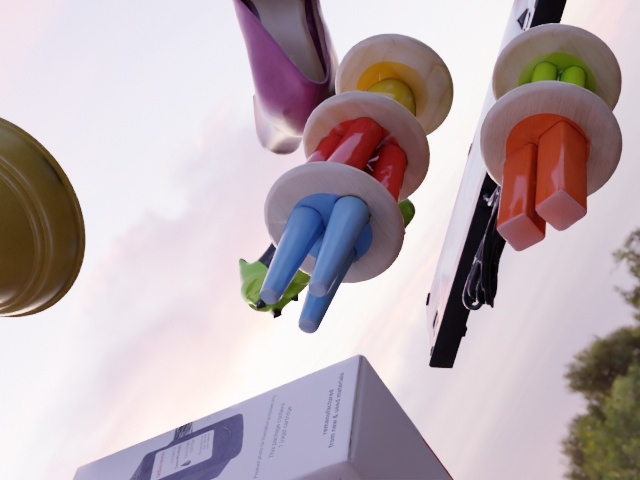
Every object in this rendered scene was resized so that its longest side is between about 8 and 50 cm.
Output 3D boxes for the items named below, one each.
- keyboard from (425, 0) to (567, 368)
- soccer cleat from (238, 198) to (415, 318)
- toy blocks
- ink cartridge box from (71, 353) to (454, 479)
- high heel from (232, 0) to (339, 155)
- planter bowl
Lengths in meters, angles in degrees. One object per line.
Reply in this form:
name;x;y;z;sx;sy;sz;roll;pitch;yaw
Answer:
keyboard;0.136;-0.041;0.764;0.201;0.033;0.317;-79;2;-67
soccer cleat;0.000;0.000;0.873;0.179;0.072;0.060;-31;-38;12
toy blocks;0.046;-0.023;0.358;0.148;0.123;0.054;-66;-30;-49
ink cartridge box;-0.035;0.200;0.637;0.237;0.172;0.100;-25;26;22
high heel;-0.042;-0.292;1.067;0.127;0.377;0.181;-10;-11;-18
planter bowl;-0.339;-0.006;0.913;0.090;0.217;0.217;-55;-12;-62
